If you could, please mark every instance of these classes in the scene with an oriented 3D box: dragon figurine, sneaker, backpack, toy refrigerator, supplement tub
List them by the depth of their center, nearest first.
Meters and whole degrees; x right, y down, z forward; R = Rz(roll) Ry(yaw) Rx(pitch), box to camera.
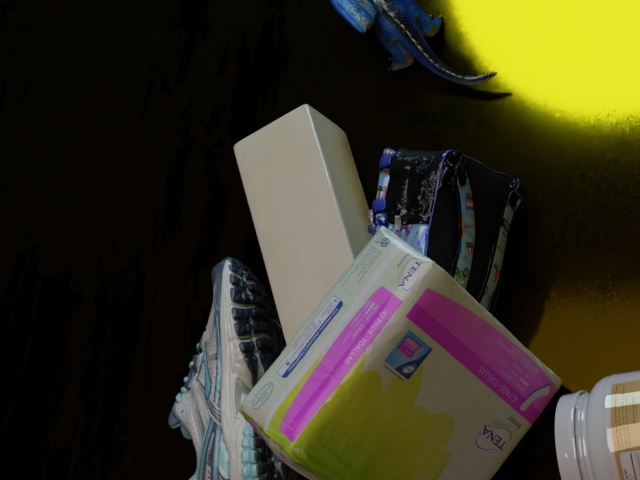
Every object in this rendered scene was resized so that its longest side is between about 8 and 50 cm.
[{"bbox_3d":[0.329,0.186,1.764,0.199,0.144,0.144,-11,63,22],"label":"supplement tub"},{"bbox_3d":[0.122,0.003,1.952,0.116,0.158,0.173,3,81,36],"label":"backpack"},{"bbox_3d":[-0.108,0.152,2.021,0.122,0.110,0.283,-17,61,23],"label":"sneaker"},{"bbox_3d":[0.000,0.000,2.046,0.102,0.094,0.270,-29,57,20],"label":"toy refrigerator"},{"bbox_3d":[0.064,-0.263,2.100,0.085,0.144,0.289,-42,56,4],"label":"dragon figurine"}]

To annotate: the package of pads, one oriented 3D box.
[{"bbox_3d":[0.080,0.153,1.811,0.229,0.296,0.101,-52,48,-2],"label":"package of pads"}]
